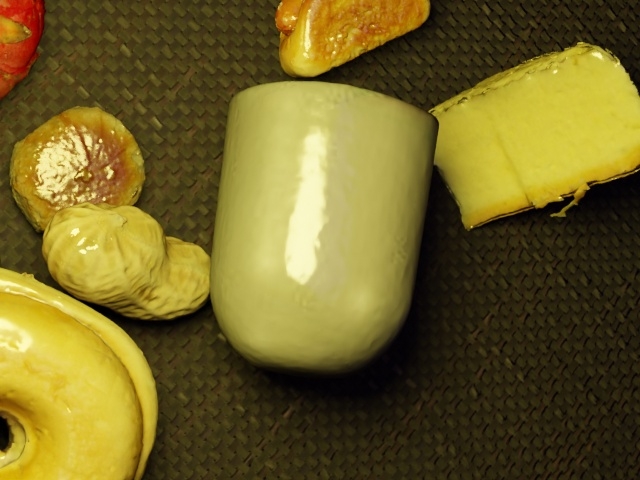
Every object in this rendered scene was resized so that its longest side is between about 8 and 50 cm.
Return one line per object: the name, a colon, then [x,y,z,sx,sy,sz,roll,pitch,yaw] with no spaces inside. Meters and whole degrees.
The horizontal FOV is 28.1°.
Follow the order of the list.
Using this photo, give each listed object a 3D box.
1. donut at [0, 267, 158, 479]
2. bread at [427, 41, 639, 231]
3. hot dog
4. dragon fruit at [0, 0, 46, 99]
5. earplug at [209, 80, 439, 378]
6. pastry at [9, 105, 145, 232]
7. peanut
donut: [-0.441,0.249,1.723,0.448,0.198,0.449,-2,96,-18]
bread: [0.337,-0.153,2.007,0.279,0.315,0.248,-29,93,-10]
hot dog: [0.036,-0.366,1.998,0.256,0.150,0.153,-28,103,-19]
dragon fruit: [-0.523,-0.307,1.724,0.301,0.295,0.296,-22,93,-46]
earplug: [0.000,0.000,1.849,0.312,0.312,0.394,10,79,-18]
pastry: [-0.350,-0.094,1.861,0.192,0.093,0.182,-39,101,-19]
peanut: [-0.265,0.033,1.816,0.325,0.140,0.153,21,108,-52]
